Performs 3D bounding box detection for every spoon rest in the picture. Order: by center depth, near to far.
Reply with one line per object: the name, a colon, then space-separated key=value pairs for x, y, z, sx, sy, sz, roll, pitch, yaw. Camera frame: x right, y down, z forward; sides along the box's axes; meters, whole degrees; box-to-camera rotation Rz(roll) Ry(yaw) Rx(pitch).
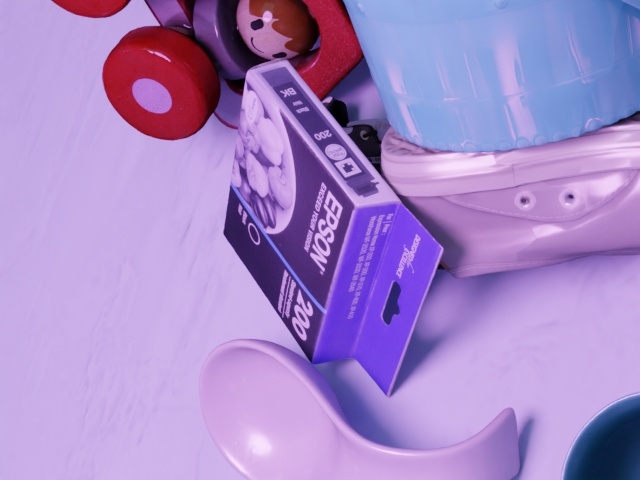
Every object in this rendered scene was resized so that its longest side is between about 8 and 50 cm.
spoon rest: x=0.013 y=0.148 z=1.129 sx=0.276 sy=0.084 sz=0.137 roll=5 pitch=113 yaw=33

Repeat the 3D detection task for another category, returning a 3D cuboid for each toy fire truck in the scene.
toy fire truck: x=-0.072 y=-0.226 z=1.187 sx=0.254 sy=0.302 sz=0.169 roll=-8 pitch=36 yaw=36

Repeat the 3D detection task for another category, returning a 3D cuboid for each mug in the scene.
mug: x=0.229 y=0.181 z=0.976 sx=0.157 sy=0.097 sz=0.129 roll=-41 pitch=55 yaw=17

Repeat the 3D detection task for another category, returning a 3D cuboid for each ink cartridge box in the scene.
ink cartridge box: x=0.000 y=0.000 z=1.129 sx=0.208 sy=0.045 sz=0.206 roll=51 pitch=150 yaw=27

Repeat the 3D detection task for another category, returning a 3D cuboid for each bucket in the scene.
bucket: x=0.140 y=-0.197 z=1.026 sx=0.281 sy=0.183 sz=0.281 roll=-15 pitch=27 yaw=8

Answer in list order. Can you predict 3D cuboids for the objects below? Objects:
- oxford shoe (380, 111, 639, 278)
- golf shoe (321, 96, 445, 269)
oxford shoe: x=0.262 y=-0.051 z=1.016 sx=0.449 sy=0.169 sz=0.130 roll=-6 pitch=118 yaw=25
golf shoe: x=0.041 y=-0.051 z=1.185 sx=0.198 sy=0.077 sz=0.094 roll=38 pitch=98 yaw=34
